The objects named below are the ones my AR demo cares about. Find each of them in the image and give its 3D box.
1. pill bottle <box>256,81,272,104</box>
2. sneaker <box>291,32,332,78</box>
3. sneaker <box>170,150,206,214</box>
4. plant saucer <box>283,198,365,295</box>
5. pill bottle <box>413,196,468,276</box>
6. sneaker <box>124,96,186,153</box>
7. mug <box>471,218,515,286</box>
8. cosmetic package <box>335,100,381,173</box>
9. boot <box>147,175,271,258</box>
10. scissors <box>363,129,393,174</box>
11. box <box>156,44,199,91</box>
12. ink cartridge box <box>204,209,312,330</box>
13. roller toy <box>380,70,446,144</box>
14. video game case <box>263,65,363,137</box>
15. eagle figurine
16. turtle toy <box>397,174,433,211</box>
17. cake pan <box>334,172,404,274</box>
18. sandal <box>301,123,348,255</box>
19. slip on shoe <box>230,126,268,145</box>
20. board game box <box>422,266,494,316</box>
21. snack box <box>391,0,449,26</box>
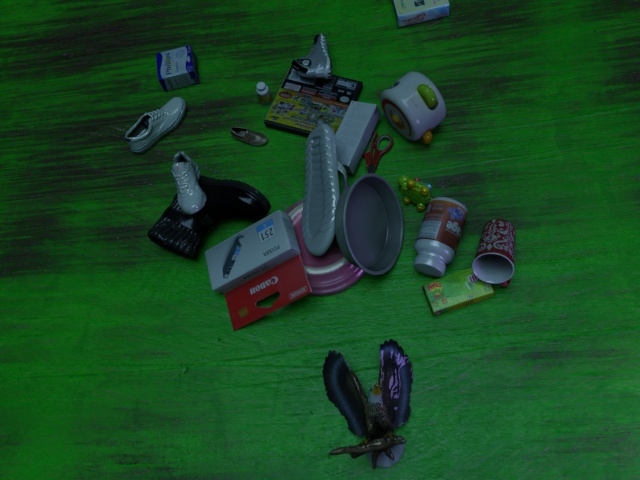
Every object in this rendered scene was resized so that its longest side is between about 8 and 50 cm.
[{"bbox_3d":[-0.197,-0.513,2.112,0.043,0.083,0.043,-4,66,8],"label":"pill bottle"},{"bbox_3d":[-0.038,-0.642,2.114,0.132,0.086,0.229,-7,49,-3],"label":"sneaker"},{"bbox_3d":[-0.419,-0.180,1.863,0.090,0.115,0.232,-24,52,3],"label":"sneaker"},{"bbox_3d":[0.000,0.000,1.857,0.332,0.084,0.332,-4,66,8],"label":"plant saucer"},{"bbox_3d":[0.346,-0.008,1.780,0.121,0.121,0.216,16,71,16],"label":"pill bottle"},{"bbox_3d":[-0.574,-0.415,2.130,0.094,0.091,0.258,35,76,21],"label":"sneaker"},{"bbox_3d":[0.497,0.038,1.733,0.113,0.150,0.169,10,43,15],"label":"mug"},{"bbox_3d":[0.105,-0.338,1.984,0.098,0.060,0.239,17,73,27],"label":"cosmetic package"},{"bbox_3d":[-0.348,-0.059,1.912,0.347,0.131,0.260,12,62,26],"label":"boot"},{"bbox_3d":[0.155,-0.230,1.968,0.109,0.021,0.297,13,71,14],"label":"scissors"},{"bbox_3d":[-0.523,-0.630,2.226,0.137,0.072,0.126,-14,65,4],"label":"box"},{"bbox_3d":[-0.192,0.090,1.806,0.296,0.066,0.261,-28,62,21],"label":"ink cartridge box"},{"bbox_3d":[0.288,-0.421,1.932,0.146,0.209,0.191,-38,53,-7],"label":"roller toy"},{"bbox_3d":[-0.024,-0.469,2.092,0.274,0.035,0.248,17,70,15],"label":"video game case"},{"bbox_3d":[0.140,0.428,1.616,0.226,0.225,0.298,24,30,-22],"label":"eagle figurine"},{"bbox_3d":[0.292,-0.157,1.878,0.130,0.095,0.066,31,54,20],"label":"turtle toy"},{"bbox_3d":[0.141,-0.046,1.764,0.054,0.293,0.293,-3,62,41],"label":"cake pan"},{"bbox_3d":[0.028,-0.156,1.812,0.102,0.169,0.416,12,70,-31],"label":"sandal"},{"bbox_3d":[-0.245,-0.360,2.077,0.135,0.041,0.051,20,72,17],"label":"slip on shoe"},{"bbox_3d":[0.394,0.143,1.748,0.181,0.043,0.092,-19,65,1],"label":"board game box"},{"bbox_3d":[0.342,-0.936,2.217,0.187,0.060,0.322,-11,65,5],"label":"snack box"}]
